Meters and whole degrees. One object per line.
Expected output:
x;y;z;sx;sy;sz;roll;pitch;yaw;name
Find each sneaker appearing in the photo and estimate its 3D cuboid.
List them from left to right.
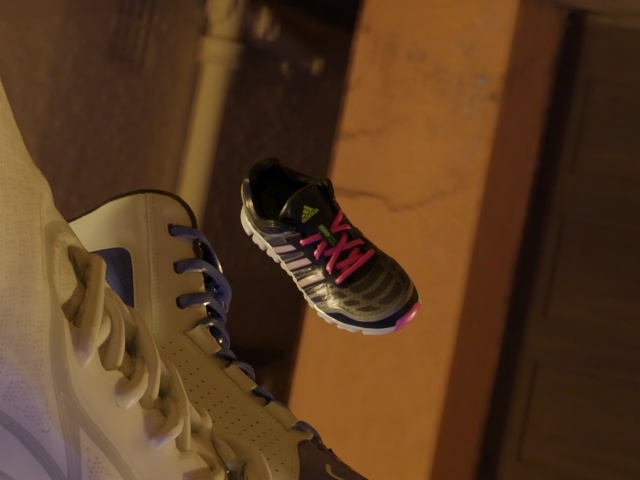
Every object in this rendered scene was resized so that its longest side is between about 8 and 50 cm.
-0.068;0.063;0.455;0.118;0.292;0.110;-6;-153;6;sneaker
-0.075;0.066;0.809;0.315;0.182;0.127;18;147;22;sneaker
0.000;0.000;1.133;0.170;0.063;0.075;42;162;32;sneaker
